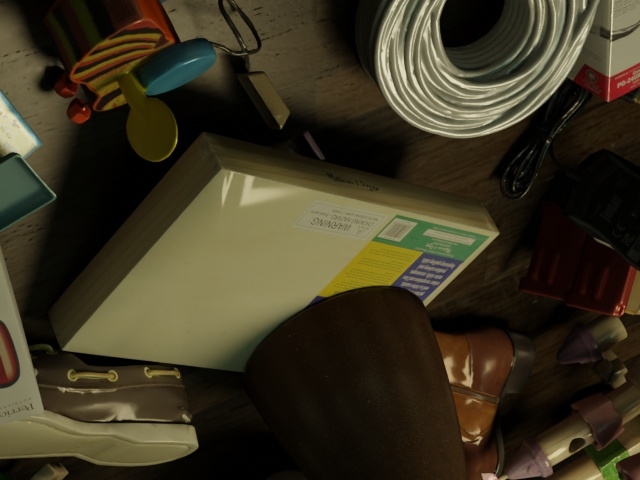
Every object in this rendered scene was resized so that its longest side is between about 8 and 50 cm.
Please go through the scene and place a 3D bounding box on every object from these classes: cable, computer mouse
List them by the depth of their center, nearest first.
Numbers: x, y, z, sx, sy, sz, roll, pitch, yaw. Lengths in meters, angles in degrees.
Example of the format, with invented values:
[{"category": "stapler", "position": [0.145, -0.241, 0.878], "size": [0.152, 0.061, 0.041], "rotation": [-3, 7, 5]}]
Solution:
[{"category": "cable", "position": [0.157, -0.230, 1.647], "size": [0.257, 0.089, 0.257], "rotation": [1, 121, -28]}, {"category": "computer mouse", "position": [0.349, -0.077, 1.840], "size": [0.184, 0.262, 0.060], "rotation": [-62, 154, 5]}]

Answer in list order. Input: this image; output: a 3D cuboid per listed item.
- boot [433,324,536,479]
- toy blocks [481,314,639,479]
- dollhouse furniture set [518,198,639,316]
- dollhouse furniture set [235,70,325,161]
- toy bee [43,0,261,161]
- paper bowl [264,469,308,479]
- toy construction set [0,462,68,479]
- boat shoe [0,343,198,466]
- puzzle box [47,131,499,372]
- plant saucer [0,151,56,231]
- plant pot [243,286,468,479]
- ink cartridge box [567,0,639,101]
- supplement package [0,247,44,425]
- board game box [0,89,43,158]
[{"category": "boot", "position": [0.117, 0.217, 1.959], "size": [0.280, 0.096, 0.264], "rotation": [7, 115, -42]}, {"category": "toy blocks", "position": [0.337, 0.289, 2.071], "size": [0.260, 0.309, 0.288], "rotation": [-31, 137, -4]}, {"category": "dollhouse furniture set", "position": [0.405, -0.086, 1.973], "size": [0.201, 0.152, 0.374], "rotation": [14, 94, -45]}, {"category": "dollhouse furniture set", "position": [-0.072, -0.103, 1.594], "size": [0.081, 0.091, 0.114], "rotation": [-38, 108, -16]}, {"category": "toy bee", "position": [-0.167, -0.149, 1.399], "size": [0.162, 0.195, 0.298], "rotation": [-30, 152, 14]}, {"category": "paper bowl", "position": [-0.038, 0.378, 1.859], "size": [0.284, 0.148, 0.284], "rotation": [-54, 166, -20]}, {"category": "toy construction set", "position": [-0.266, 0.355, 1.700], "size": [0.309, 0.237, 0.257], "rotation": [-52, 172, 29]}, {"category": "boat shoe", "position": [-0.260, 0.156, 1.590], "size": [0.324, 0.096, 0.117], "rotation": [11, 151, -41]}, {"category": "puzzle box", "position": [-0.038, 0.032, 1.658], "size": [0.409, 0.052, 0.272], "rotation": [12, 131, -45]}, {"category": "plant saucer", "position": [-0.329, -0.012, 1.428], "size": [0.192, 0.018, 0.067], "rotation": [-31, 137, 3]}, {"category": "plant pot", "position": [0.059, 0.205, 1.709], "size": [0.215, 0.230, 0.215], "rotation": [-18, 147, -12]}, {"category": "ink cartridge box", "position": [0.298, -0.244, 1.761], "size": [0.063, 0.109, 0.150], "rotation": [-25, 133, -23]}, {"category": "supplement package", "position": [-0.330, 0.043, 1.368], "size": [0.139, 0.134, 0.244], "rotation": [-17, 137, -10]}, {"category": "board game box", "position": [-0.319, -0.103, 1.398], "size": [0.103, 0.026, 0.154], "rotation": [-41, 138, -9]}]
